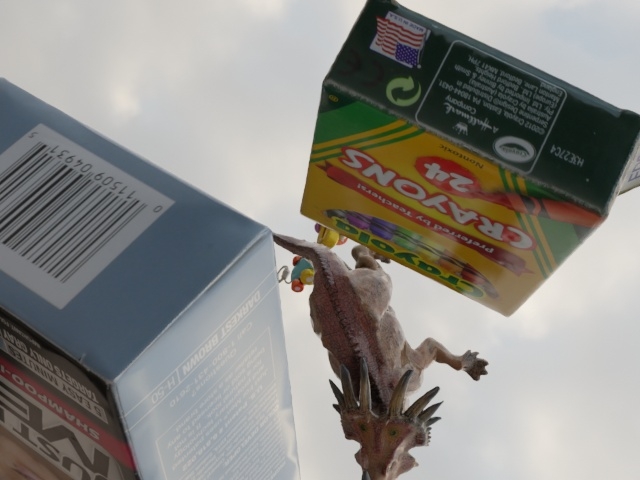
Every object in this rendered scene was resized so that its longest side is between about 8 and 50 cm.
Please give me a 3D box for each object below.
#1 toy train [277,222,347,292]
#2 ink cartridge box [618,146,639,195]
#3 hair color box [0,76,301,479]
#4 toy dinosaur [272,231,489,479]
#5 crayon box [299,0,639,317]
[{"bbox_3d":[0.000,0.000,1.702,0.166,0.046,0.125,-64,-158,1],"label":"toy train"},{"bbox_3d":[0.415,-0.160,0.980,0.072,0.303,0.307,45,-41,-12],"label":"ink cartridge box"},{"bbox_3d":[-0.118,0.106,0.696,0.185,0.113,0.374,29,-32,25],"label":"hair color box"},{"bbox_3d":[0.040,0.096,1.138,0.127,0.200,0.295,-34,-96,22],"label":"toy dinosaur"},{"bbox_3d":[0.094,-0.041,0.908,0.202,0.081,0.318,26,-17,4],"label":"crayon box"}]
